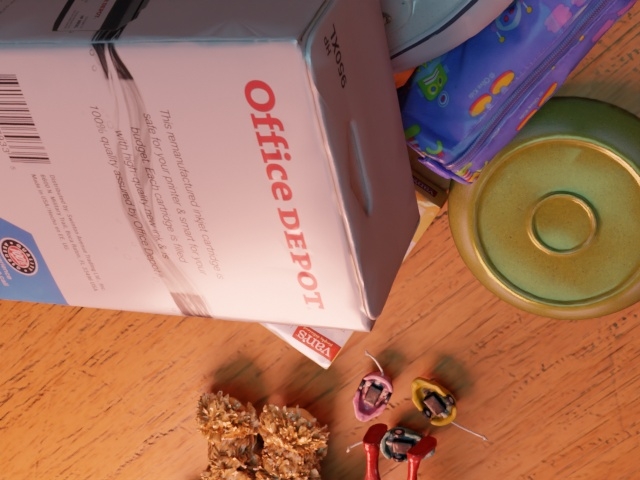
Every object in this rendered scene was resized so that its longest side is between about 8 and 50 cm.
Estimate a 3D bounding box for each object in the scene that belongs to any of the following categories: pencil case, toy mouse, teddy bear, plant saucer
[{"bbox_3d":[0.186,-0.183,1.029,0.119,0.133,0.306,30,121,-22],"label":"pencil case"},{"bbox_3d":[0.084,0.196,1.278,0.161,0.031,0.143,46,117,-5],"label":"toy mouse"},{"bbox_3d":[-0.068,0.332,1.340,0.245,0.113,0.338,19,116,11],"label":"teddy bear"},{"bbox_3d":[0.242,-0.022,1.133,0.241,0.037,0.241,7,115,15],"label":"plant saucer"}]

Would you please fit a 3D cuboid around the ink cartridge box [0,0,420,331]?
[{"bbox_3d":[-0.135,-0.087,0.989,0.395,0.166,0.285,4,131,23],"label":"ink cartridge box"}]

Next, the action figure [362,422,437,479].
[{"bbox_3d":[0.103,0.330,1.290,0.091,0.139,0.280,12,112,28],"label":"action figure"}]

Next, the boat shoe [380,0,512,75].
[{"bbox_3d":[0.028,-0.233,1.010,0.367,0.136,0.156,-26,145,38],"label":"boat shoe"}]

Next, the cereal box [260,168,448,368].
[{"bbox_3d":[0.000,0.000,1.210,0.173,0.047,0.240,35,118,2],"label":"cereal box"}]
